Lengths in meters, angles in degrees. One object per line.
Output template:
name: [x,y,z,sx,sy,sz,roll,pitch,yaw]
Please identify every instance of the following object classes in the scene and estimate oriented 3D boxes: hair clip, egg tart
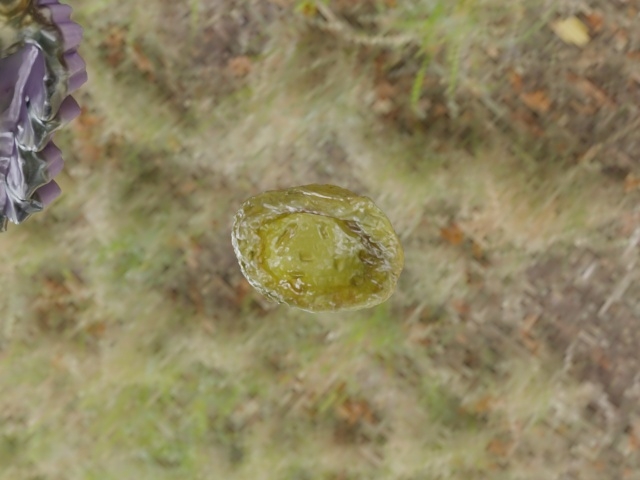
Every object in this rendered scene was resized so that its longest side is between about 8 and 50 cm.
hair clip: [-0.209,-0.093,1.178,0.106,0.084,0.292,50,151,20]
egg tart: [0.000,0.000,1.026,0.105,0.039,0.105,8,131,9]
